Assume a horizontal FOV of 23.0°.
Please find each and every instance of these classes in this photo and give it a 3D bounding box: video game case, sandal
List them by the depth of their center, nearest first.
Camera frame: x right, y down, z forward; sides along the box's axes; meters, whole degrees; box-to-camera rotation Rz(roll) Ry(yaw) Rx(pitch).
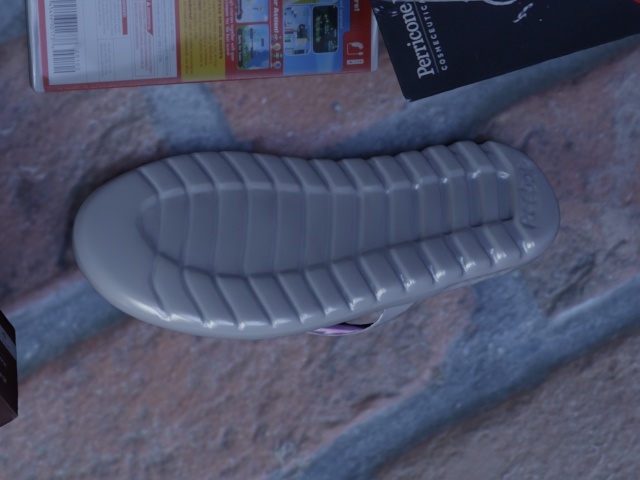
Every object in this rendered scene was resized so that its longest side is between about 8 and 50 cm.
[{"bbox_3d":[-0.090,-0.225,1.237,0.285,0.025,0.204,-5,109,-16],"label":"video game case"},{"bbox_3d":[0.003,0.013,1.301,0.416,0.169,0.102,-5,149,-17],"label":"sandal"}]

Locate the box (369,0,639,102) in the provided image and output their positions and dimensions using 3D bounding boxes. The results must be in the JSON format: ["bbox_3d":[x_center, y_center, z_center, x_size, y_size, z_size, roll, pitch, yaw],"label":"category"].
[{"bbox_3d":[0.153,-0.317,1.103,0.313,0.179,0.343,-16,123,12],"label":"box"}]

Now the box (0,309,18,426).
[{"bbox_3d":[-0.430,0.121,1.142,0.381,0.143,0.191,-30,119,2],"label":"box"}]
